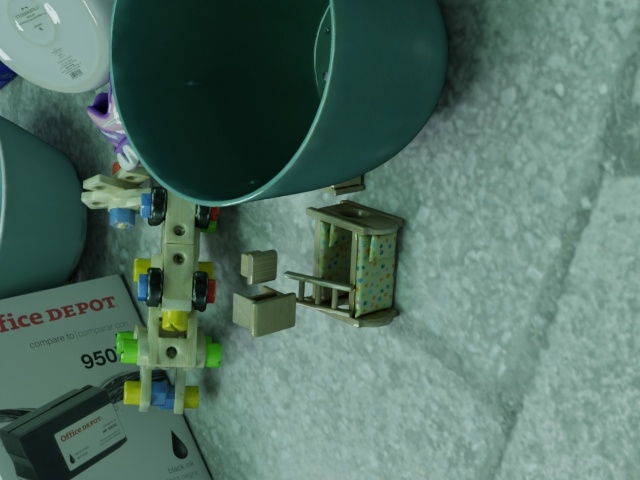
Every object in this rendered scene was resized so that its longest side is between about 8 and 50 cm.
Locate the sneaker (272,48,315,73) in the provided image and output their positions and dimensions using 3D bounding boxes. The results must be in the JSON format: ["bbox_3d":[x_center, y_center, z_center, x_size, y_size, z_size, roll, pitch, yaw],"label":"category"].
[{"bbox_3d":[-0.086,-0.147,1.474,0.237,0.085,0.086,-42,41,39],"label":"sneaker"}]

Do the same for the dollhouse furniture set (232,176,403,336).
[{"bbox_3d":[0.000,0.000,1.343,0.101,0.161,0.181,20,115,45],"label":"dollhouse furniture set"}]

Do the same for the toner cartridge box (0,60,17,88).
[{"bbox_3d":[-0.565,-0.282,1.997,0.348,0.075,0.165,-23,80,49],"label":"toner cartridge box"}]

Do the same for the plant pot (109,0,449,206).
[{"bbox_3d":[-0.017,-0.180,1.245,0.293,0.235,0.293,3,94,43],"label":"plant pot"}]

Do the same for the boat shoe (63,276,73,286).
[{"bbox_3d":[-0.388,0.071,1.912,0.153,0.048,0.056,-61,42,30],"label":"boat shoe"}]

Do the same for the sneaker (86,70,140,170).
[{"bbox_3d":[-0.193,-0.180,1.534,0.104,0.095,0.236,45,128,-12],"label":"sneaker"}]

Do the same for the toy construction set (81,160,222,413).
[{"bbox_3d":[-0.194,0.041,1.608,0.215,0.151,0.327,123,134,-70],"label":"toy construction set"}]

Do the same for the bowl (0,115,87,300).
[{"bbox_3d":[-0.435,-0.026,1.813,0.311,0.163,0.311,-10,77,51],"label":"bowl"}]

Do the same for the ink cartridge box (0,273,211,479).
[{"bbox_3d":[-0.334,0.268,1.703,0.166,0.285,0.395,-42,68,44],"label":"ink cartridge box"}]

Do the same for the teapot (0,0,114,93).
[{"bbox_3d":[-0.299,-0.320,1.606,0.256,0.187,0.252,24,141,15],"label":"teapot"}]
